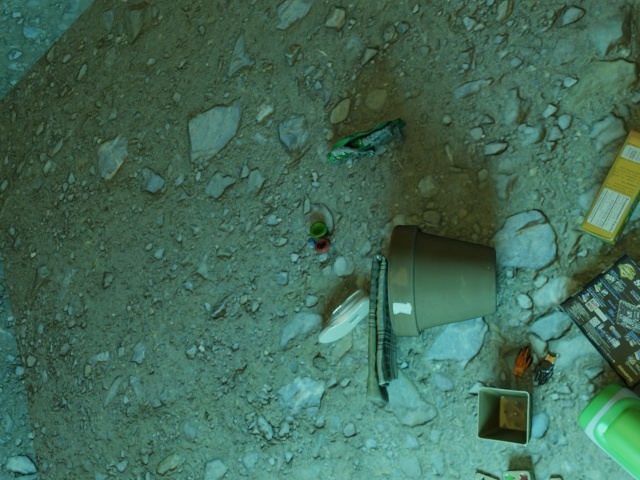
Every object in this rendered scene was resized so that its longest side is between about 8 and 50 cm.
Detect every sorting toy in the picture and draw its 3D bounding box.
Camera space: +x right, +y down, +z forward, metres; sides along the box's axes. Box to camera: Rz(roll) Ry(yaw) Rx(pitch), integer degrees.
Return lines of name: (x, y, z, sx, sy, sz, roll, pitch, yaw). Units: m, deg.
sorting toy: (0.000, 0.000, 1.789, 0.061, 0.042, 0.102, -20, 56, 12)

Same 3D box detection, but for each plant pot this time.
plant pot: (0.410, 0.377, 1.395, 0.109, 0.096, 0.109, -2, 79, 34)
plant pot: (0.285, 0.093, 1.475, 0.229, 0.263, 0.263, -1, 79, 14)

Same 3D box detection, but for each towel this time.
towel: (0.149, 0.211, 1.484, 0.056, 0.312, 0.325, 2, 77, 9)

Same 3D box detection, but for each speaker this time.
speaker: (0.643, 0.409, 1.216, 0.296, 0.131, 0.131, 43, 104, 32)

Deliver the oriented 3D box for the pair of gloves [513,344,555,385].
pair of gloves: (0.473, 0.277, 1.427, 0.083, 0.010, 0.074, 21, 90, 32)

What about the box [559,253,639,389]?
box: (0.633, 0.165, 1.320, 0.175, 0.051, 0.220, -44, 59, 18)

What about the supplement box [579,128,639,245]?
supplement box: (0.640, -0.109, 1.360, 0.080, 0.078, 0.234, 32, 98, 31)

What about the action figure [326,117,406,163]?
action figure: (0.108, -0.259, 1.735, 0.232, 0.137, 0.064, -20, 82, 38)

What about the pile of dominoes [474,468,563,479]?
pile of dominoes: (0.428, 0.619, 1.365, 0.195, 0.040, 0.251, -13, 72, 31)

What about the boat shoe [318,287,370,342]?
boat shoe: (0.059, 0.195, 1.690, 0.184, 0.066, 0.063, -47, 45, 19)
